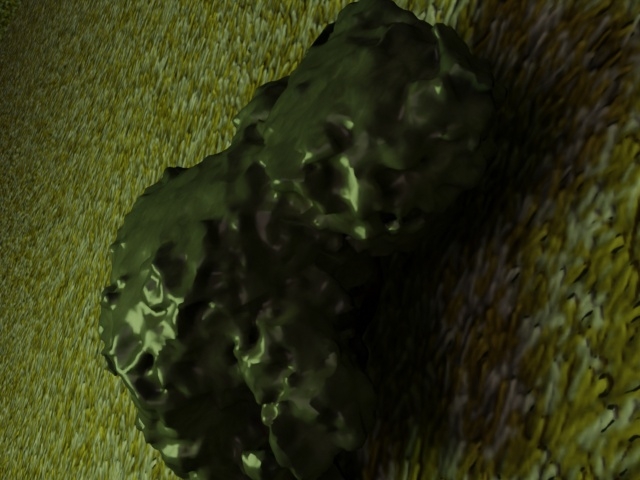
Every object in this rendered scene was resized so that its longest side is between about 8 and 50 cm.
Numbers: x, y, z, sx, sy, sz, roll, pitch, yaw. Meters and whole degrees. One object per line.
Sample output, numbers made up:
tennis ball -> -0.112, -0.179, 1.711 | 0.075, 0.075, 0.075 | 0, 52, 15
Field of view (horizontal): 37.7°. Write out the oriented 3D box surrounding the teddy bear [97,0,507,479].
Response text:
teddy bear -> 0.000, 0.000, 0.683 | 0.368, 0.224, 0.357 | -36, 44, 28
